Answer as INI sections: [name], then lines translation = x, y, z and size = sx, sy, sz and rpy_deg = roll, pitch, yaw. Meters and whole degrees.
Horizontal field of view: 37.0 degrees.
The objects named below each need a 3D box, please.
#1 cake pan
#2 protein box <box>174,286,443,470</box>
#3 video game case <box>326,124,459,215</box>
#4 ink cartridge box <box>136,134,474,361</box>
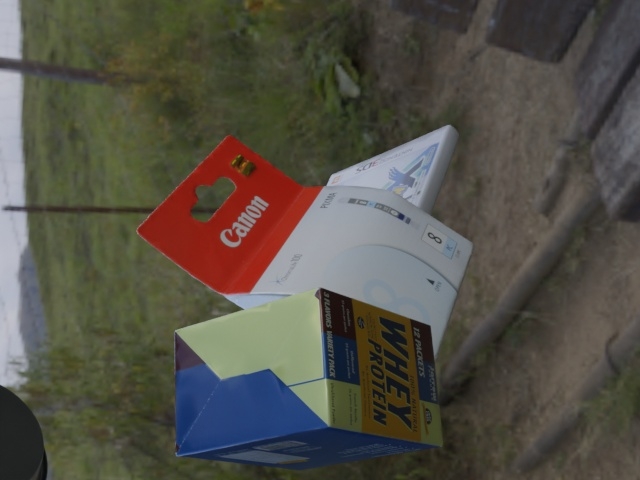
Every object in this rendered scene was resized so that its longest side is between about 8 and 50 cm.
[cake pan]
translation = -0.547, 0.307, 1.433
size = 0.054, 0.293, 0.293
rpy_deg = -58, 21, 29
[protein box]
translation = -0.012, 0.155, 1.003
size = 0.200, 0.201, 0.136
rpy_deg = -18, 65, 34
[video game case]
translation = 0.076, -0.035, 1.640
size = 0.300, 0.036, 0.329
rpy_deg = -20, 35, 44
[ink cartridge box]
translation = 0.000, 0.000, 1.241
size = 0.091, 0.385, 0.308
rpy_deg = -55, 2, 34
